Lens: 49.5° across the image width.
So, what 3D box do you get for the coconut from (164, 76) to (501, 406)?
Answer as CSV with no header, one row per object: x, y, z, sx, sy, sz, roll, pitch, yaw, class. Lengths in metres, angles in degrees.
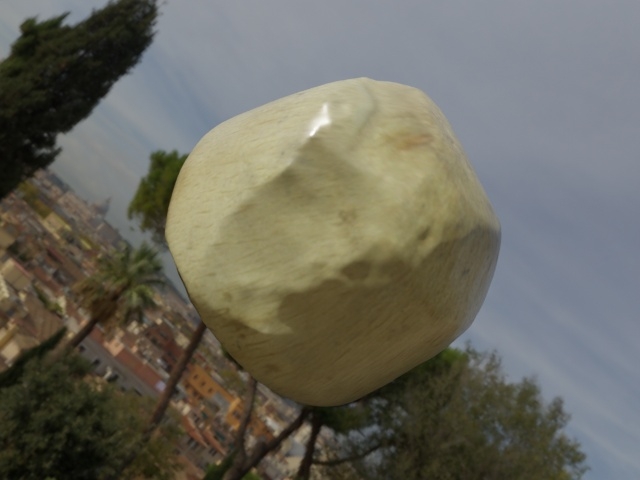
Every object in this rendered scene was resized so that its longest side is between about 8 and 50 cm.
0.000,0.000,0.464,0.224,0.224,0.224,42,-12,10,coconut
